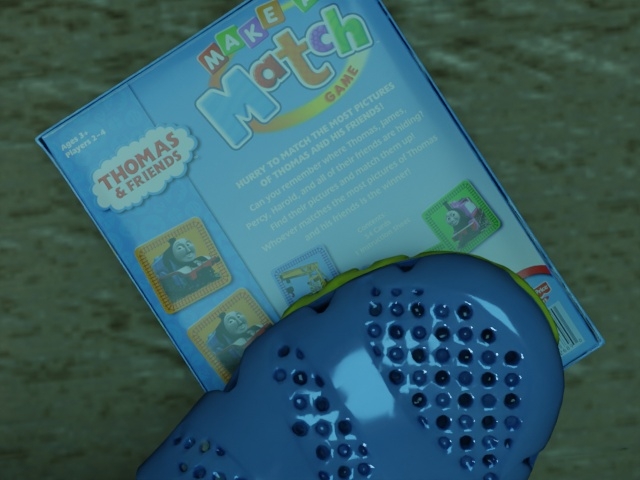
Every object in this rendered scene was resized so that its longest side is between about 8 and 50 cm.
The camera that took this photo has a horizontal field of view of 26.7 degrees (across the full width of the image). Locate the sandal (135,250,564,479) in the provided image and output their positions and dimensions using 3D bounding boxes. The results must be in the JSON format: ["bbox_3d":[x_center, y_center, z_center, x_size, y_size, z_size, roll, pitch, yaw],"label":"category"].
[{"bbox_3d":[-0.040,0.123,0.516,0.317,0.138,0.126,-40,88,11],"label":"sandal"}]

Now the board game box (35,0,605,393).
[{"bbox_3d":[0.000,0.000,0.597,0.160,0.039,0.212,-33,92,-1],"label":"board game box"}]
